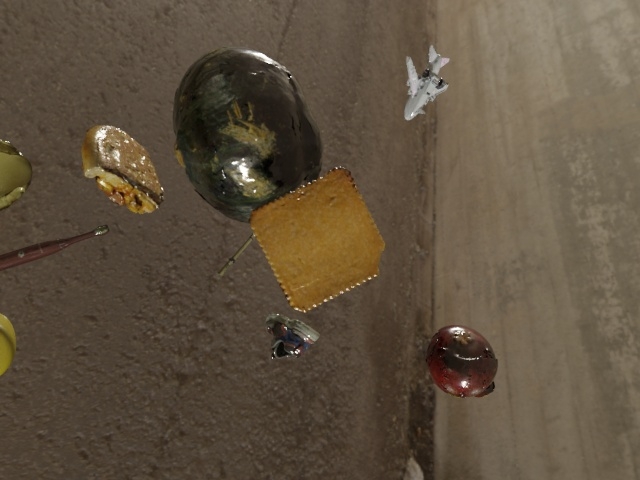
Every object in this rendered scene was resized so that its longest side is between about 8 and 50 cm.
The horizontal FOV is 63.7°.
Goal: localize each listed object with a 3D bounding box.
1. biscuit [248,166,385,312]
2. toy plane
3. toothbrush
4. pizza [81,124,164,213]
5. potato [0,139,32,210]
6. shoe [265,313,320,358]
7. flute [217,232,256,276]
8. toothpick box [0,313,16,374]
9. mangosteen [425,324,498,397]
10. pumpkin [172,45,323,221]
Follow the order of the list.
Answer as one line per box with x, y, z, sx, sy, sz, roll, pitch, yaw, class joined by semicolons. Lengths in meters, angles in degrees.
0.000;0.000;1.039;0.236;0.232;0.013;63;2;0;biscuit
0.248;-0.368;1.230;0.162;0.066;0.171;14;98;-42;toy plane
-0.723;0.029;1.312;0.364;0.041;0.040;-20;90;-20;toothbrush
-0.557;-0.202;1.467;0.277;0.114;0.409;59;7;-20;pizza
-1.014;-0.180;1.477;0.285;0.243;0.242;-49;115;-38;potato
-0.099;0.291;1.491;0.099;0.228;0.125;37;68;-29;shoe
-0.310;0.045;1.973;0.233;0.027;0.027;-50;122;-10;flute
-0.943;0.282;1.431;0.175;0.271;0.174;-2;94;-28;toothpick box
0.323;0.288;1.182;0.166;0.166;0.180;-71;153;-44;mangosteen
-0.199;-0.259;1.319;0.344;0.454;0.454;-22;92;-20;pumpkin
